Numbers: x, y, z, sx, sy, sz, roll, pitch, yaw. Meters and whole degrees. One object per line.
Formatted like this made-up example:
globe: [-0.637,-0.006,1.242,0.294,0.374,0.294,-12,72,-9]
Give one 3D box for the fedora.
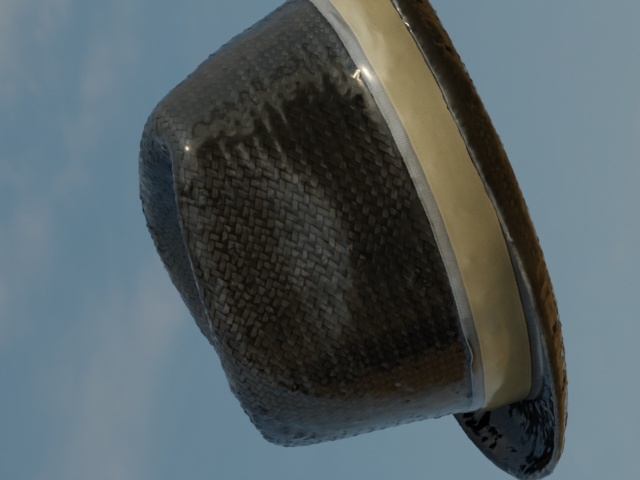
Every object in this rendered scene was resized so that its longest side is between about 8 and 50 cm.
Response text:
fedora: [0.000,0.000,0.946,0.334,0.152,0.334,155,90,-82]
